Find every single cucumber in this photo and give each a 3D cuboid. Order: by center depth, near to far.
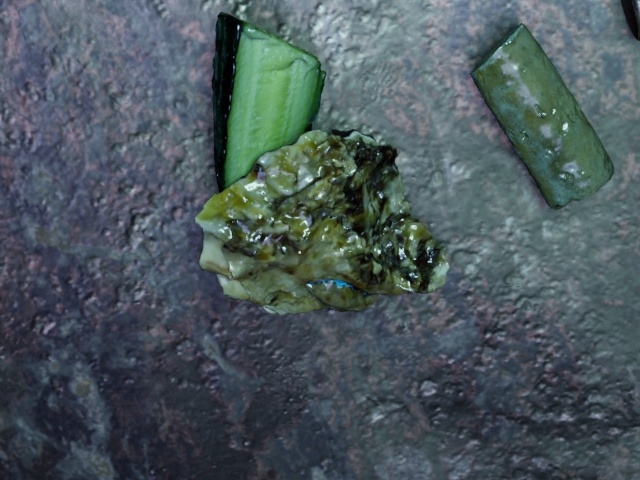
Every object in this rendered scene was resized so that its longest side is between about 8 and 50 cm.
[{"bbox_3d":[-0.063,-0.131,1.234,0.115,0.086,0.193,-20,125,-39],"label":"cucumber"}]

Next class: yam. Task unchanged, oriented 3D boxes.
[{"bbox_3d":[0.208,-0.116,1.237,0.078,0.078,0.179,-32,108,13],"label":"yam"}]

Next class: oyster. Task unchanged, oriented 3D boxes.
[{"bbox_3d":[0.000,0.000,1.255,0.223,0.083,0.214,-32,122,-6],"label":"oyster"}]

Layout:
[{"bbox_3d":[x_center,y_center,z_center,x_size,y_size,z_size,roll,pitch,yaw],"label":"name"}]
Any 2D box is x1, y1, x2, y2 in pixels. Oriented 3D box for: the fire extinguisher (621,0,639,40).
[{"bbox_3d":[0.383,-0.263,1.181,0.231,0.071,0.099,-20,83,8],"label":"fire extinguisher"}]
